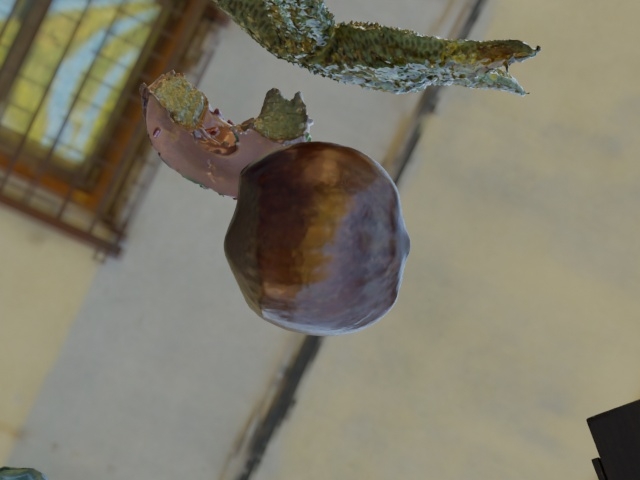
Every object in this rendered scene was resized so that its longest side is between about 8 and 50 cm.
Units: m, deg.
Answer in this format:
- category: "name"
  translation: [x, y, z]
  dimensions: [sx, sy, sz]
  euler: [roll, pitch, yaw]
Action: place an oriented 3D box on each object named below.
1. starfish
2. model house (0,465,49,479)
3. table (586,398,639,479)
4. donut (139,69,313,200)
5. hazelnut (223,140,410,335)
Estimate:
- category: "starfish"
  translation: [0.012, -0.169, 1.288]
  dimensions: [0.358, 0.347, 0.078]
  euler: [158, -49, -83]
- category: "model house"
  translation: [-0.239, 0.324, 0.697]
  dimensions: [0.297, 0.360, 0.339]
  euler: [-20, 159, -49]
- category: "table"
  translation: [0.362, 0.252, 1.506]
  dimensions: [0.172, 0.169, 0.193]
  euler: [-21, -112, 10]
- category: "donut"
  translation: [-0.082, -0.091, 1.424]
  dimensions: [0.117, 0.166, 0.065]
  euler: [93, 22, -47]
- category: "hazelnut"
  translation: [0.000, 0.000, 1.201]
  dimensions: [0.143, 0.143, 0.154]
  euler: [-128, -141, -70]
